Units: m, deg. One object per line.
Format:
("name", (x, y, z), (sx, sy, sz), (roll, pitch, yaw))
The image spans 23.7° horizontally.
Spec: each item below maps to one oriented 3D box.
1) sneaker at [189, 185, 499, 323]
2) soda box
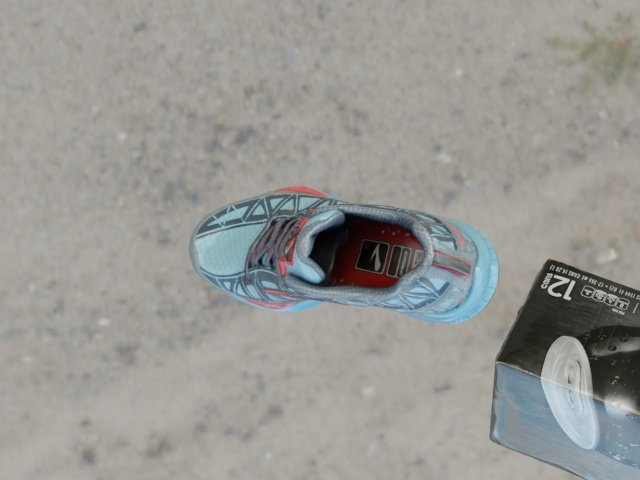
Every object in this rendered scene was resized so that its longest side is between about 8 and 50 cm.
("sneaker", (0.000, 0.000, 1.173), (0.262, 0.104, 0.125), (3, 170, 28))
("soda box", (0.148, 0.068, 0.545), (0.169, 0.053, 0.060), (20, 145, 18))
